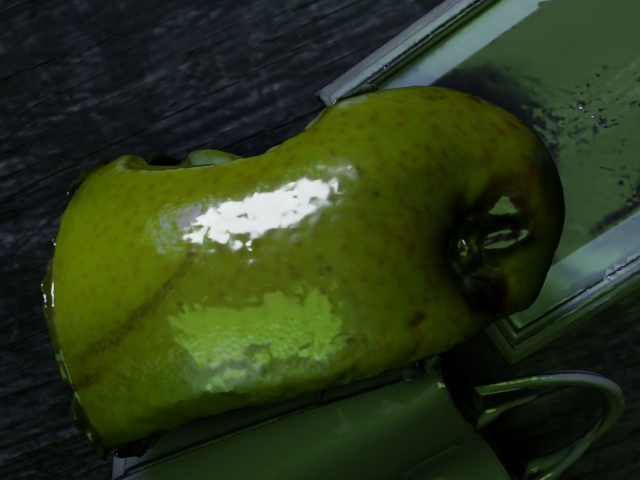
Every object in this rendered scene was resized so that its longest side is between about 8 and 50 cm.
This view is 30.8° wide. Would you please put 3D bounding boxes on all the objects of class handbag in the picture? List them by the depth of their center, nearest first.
[{"bbox_3d":[0.042,0.162,0.735,0.315,0.109,0.241,-16,140,17],"label":"handbag"}]

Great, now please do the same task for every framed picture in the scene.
[{"bbox_3d":[0.176,-0.083,0.731,0.293,0.018,0.231,-35,95,18],"label":"framed picture"}]

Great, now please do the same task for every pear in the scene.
[{"bbox_3d":[0.000,0.000,0.657,0.255,0.238,0.164,-16,93,25],"label":"pear"}]
